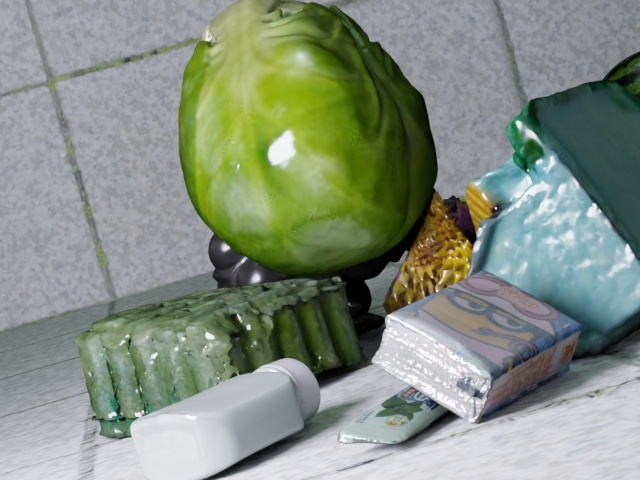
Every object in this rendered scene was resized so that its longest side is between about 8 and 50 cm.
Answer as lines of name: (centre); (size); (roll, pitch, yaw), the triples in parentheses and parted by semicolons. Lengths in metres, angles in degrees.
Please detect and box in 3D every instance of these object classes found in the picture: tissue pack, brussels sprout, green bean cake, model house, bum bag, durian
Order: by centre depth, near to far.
tissue pack: (0.137, 0.091, 1.540); (0.115, 0.065, 0.155); (31, 30, 29)
model house: (0.230, 0.010, 1.765); (0.249, 0.230, 0.280); (-42, -12, 30)
green bean cake: (-0.109, 0.120, 1.947); (0.255, 0.132, 0.241); (-12, 2, 45)
brussels sprout: (-0.026, -0.122, 2.015); (0.281, 0.355, 0.289); (-35, -33, 28)
durian: (0.146, 0.036, 2.119); (0.186, 0.154, 0.260); (-36, -3, 23)
bum bag: (-0.017, 0.113, 2.190); (0.197, 0.049, 0.087); (-15, -1, 14)

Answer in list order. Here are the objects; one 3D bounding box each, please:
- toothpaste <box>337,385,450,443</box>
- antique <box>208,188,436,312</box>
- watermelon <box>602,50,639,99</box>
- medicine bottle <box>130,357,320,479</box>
toothpaste: (0.099, 0.135, 1.550); (0.060, 0.038, 0.233); (3, 16, 33)
antique: (0.000, 0.000, 2.257); (0.322, 0.185, 0.255); (-37, -15, 0)
watermelon: (0.469, -0.134, 2.353); (0.269, 0.269, 0.269); (-16, 4, 1)
medicine bottle: (-0.079, 0.163, 1.628); (0.119, 0.069, 0.183); (-14, 6, 39)
